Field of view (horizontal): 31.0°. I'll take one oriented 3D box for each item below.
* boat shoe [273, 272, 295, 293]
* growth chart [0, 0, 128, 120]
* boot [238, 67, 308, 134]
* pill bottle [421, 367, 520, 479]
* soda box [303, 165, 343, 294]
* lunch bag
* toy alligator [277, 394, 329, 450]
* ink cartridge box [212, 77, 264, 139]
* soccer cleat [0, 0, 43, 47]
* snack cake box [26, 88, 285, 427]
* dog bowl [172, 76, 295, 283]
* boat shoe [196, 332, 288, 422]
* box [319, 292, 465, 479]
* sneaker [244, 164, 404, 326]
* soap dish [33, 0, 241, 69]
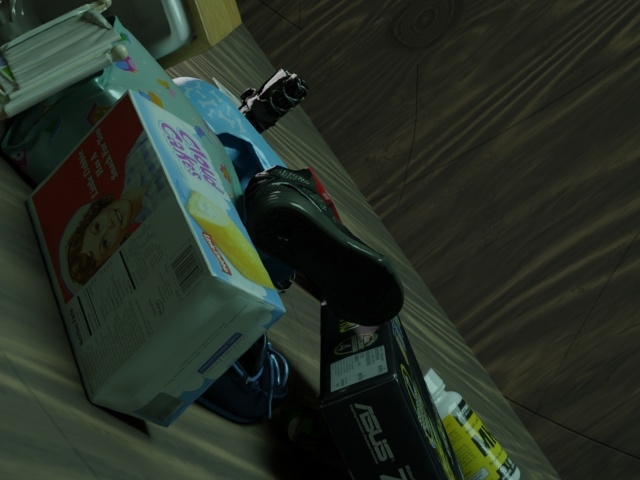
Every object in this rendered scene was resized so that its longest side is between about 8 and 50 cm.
[{"bbox_3d":[-0.056,0.050,1.734,0.046,0.038,0.125,52,9,3],"label":"boat shoe"},{"bbox_3d":[-0.274,-0.181,1.142,0.021,0.172,0.237,66,-5,-29],"label":"growth chart"},{"bbox_3d":[-0.114,-0.158,1.649,0.091,0.229,0.263,49,9,-20],"label":"boot"},{"bbox_3d":[0.191,0.302,1.726,0.208,0.119,0.119,51,9,0],"label":"pill bottle"},{"bbox_3d":[0.000,0.000,1.885,0.092,0.083,0.263,58,-4,35],"label":"soda box"},{"bbox_3d":[-0.201,-0.107,1.234,0.223,0.160,0.262,47,15,-24],"label":"lunch bag"},{"bbox_3d":[-0.024,0.198,1.268,0.051,0.056,0.190,13,-3,17],"label":"toy alligator"},{"bbox_3d":[-0.164,-0.212,2.177,0.180,0.060,0.104,58,11,33],"label":"ink cartridge box"},{"bbox_3d":[-0.351,-0.244,1.343,0.196,0.068,0.076,64,9,28],"label":"soccer cleat"},{"bbox_3d":[-0.151,0.009,0.996,0.089,0.152,0.264,29,22,-43],"label":"snack cake box"},{"bbox_3d":[-0.124,-0.079,1.456,0.297,0.166,0.074,50,47,-12],"label":"dog bowl"},{"bbox_3d":[-0.083,0.119,1.137,0.109,0.089,0.258,55,9,22],"label":"boat shoe"},{"bbox_3d":[0.094,0.235,1.340,0.395,0.097,0.318,-90,159,-76],"label":"box"},{"bbox_3d":[0.003,-0.002,1.226,0.227,0.087,0.130,37,21,-33],"label":"sneaker"},{"bbox_3d":[-0.230,-0.306,1.381,0.118,0.291,0.229,-23,97,-40],"label":"soap dish"}]
